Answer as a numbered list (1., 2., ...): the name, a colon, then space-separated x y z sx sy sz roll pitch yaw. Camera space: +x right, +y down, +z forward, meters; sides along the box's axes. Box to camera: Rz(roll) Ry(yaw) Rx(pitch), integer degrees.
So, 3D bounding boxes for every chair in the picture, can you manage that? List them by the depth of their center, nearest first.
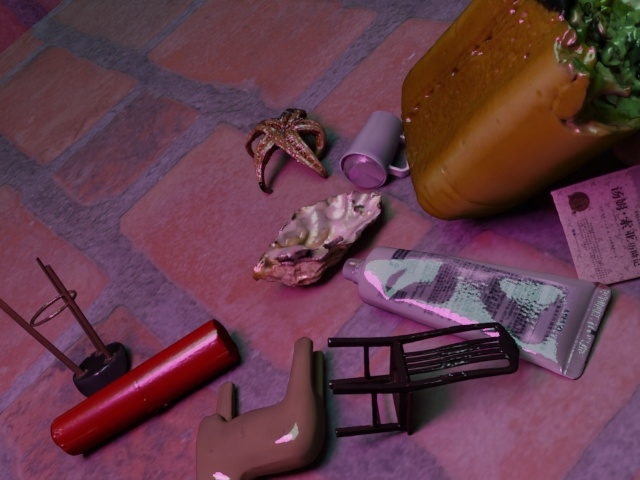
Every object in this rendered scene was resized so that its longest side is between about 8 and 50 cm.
1. chair: 0.117 0.160 0.914 0.212 0.101 0.084 -5 45 -2
2. chair: -0.380 0.131 1.206 0.104 0.221 0.095 -28 17 11

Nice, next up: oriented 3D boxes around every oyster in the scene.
1. oyster: 0.009 -0.001 1.159 0.133 0.072 0.209 13 44 36

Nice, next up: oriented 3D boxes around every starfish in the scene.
1. starfish: -0.058 -0.153 1.345 0.146 0.074 0.190 -33 42 -7

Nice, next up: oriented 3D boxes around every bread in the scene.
1. bread: 0.248 -0.176 0.968 0.376 0.208 0.251 141 132 -59

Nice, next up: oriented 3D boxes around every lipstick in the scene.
1. lipstick: -0.249 0.211 1.121 0.280 0.073 0.073 -32 40 4

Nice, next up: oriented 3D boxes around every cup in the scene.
1. cup: 0.097 -0.138 1.233 0.104 0.074 0.116 17 54 16

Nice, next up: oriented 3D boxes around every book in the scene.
1. book: 0.370 -0.024 0.902 0.182 0.127 0.014 -16 2 22

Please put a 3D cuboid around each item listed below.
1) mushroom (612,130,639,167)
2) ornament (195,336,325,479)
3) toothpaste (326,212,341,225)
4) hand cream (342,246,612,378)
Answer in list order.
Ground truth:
1. mushroom: 0.427 -0.124 0.948 0.148 0.112 0.148 4 19 -1
2. ornament: -0.100 0.258 0.980 0.230 0.061 0.245 -21 39 19
3. toothpaste: 0.009 -0.024 1.216 0.024 0.015 0.083 20 58 45
4. hand cream: 0.174 0.071 0.983 0.341 0.078 0.124 14 64 33
